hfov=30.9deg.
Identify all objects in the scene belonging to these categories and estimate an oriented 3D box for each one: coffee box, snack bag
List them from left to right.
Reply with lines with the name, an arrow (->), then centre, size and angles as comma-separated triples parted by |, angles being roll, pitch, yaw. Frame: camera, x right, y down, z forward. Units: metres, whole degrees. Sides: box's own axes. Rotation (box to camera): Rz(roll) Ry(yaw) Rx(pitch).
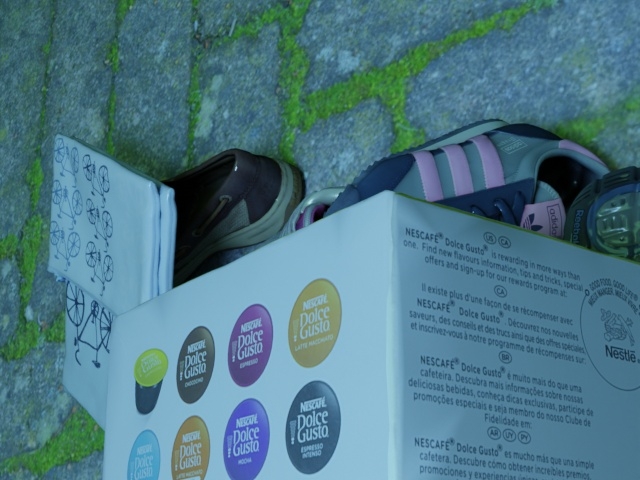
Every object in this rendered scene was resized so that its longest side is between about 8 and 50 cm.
snack bag -> -0.246, 0.069, 1.321 | 0.323, 0.037, 0.343 | 26, 116, 55
coffee box -> 0.072, 0.197, 0.777 | 0.337, 0.338, 0.335 | -23, 60, 50

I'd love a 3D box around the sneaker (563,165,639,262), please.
sneaker -> 0.339, -0.013, 0.868 | 0.297, 0.129, 0.111 | -8, 64, 22

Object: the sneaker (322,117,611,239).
sneaker -> 0.125, -0.022, 0.955 | 0.131, 0.319, 0.112 | 18, 126, 37

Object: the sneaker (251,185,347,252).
sneaker -> 0.000, 0.000, 1.180 | 0.252, 0.111, 0.103 | -25, 56, 35

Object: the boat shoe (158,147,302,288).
boat shoe -> -0.182, -0.023, 1.356 | 0.342, 0.123, 0.123 | -21, 59, 37
